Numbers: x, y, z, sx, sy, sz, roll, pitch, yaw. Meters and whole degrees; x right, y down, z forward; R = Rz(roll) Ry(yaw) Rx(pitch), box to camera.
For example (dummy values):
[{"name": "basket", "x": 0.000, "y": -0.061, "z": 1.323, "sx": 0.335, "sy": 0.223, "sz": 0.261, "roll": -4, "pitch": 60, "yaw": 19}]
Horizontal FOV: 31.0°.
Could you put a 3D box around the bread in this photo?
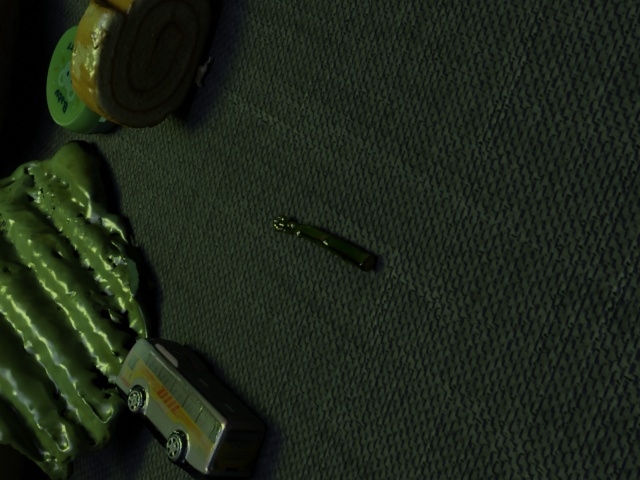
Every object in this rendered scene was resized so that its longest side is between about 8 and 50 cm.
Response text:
[{"name": "bread", "x": -0.168, "y": -0.179, "z": 1.077, "sx": 0.073, "sy": 0.122, "sz": 0.149, "roll": 35, "pitch": 112, "yaw": 44}]

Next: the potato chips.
[{"name": "potato chips", "x": -0.359, "y": 0.072, "z": 1.177, "sx": 0.097, "sy": 0.373, "sz": 0.389, "roll": 78, "pitch": 174, "yaw": -55}]

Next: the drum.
[{"name": "drum", "x": -0.224, "y": -0.234, "z": 1.210, "sx": 0.130, "sy": 0.049, "sz": 0.253, "roll": 34, "pitch": 110, "yaw": 48}]

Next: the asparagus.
[{"name": "asparagus", "x": 0.000, "y": 0.000, "z": 0.927, "sx": 0.127, "sy": 0.015, "sz": 0.018, "roll": 25, "pitch": 102, "yaw": 50}]

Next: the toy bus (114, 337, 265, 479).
[{"name": "toy bus", "x": -0.118, "y": 0.147, "z": 1.017, "sx": 0.172, "sy": 0.057, "sz": 0.072, "roll": 36, "pitch": 106, "yaw": 46}]

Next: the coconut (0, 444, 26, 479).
[{"name": "coconut", "x": -0.438, "y": 0.232, "z": 1.269, "sx": 0.227, "sy": 0.227, "sz": 0.230, "roll": 14, "pitch": 87, "yaw": 51}]

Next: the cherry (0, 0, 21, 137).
[{"name": "cherry", "x": -0.505, "y": -0.215, "z": 1.389, "sx": 0.326, "sy": 0.291, "sz": 0.335, "roll": -41, "pitch": 35, "yaw": 52}]
